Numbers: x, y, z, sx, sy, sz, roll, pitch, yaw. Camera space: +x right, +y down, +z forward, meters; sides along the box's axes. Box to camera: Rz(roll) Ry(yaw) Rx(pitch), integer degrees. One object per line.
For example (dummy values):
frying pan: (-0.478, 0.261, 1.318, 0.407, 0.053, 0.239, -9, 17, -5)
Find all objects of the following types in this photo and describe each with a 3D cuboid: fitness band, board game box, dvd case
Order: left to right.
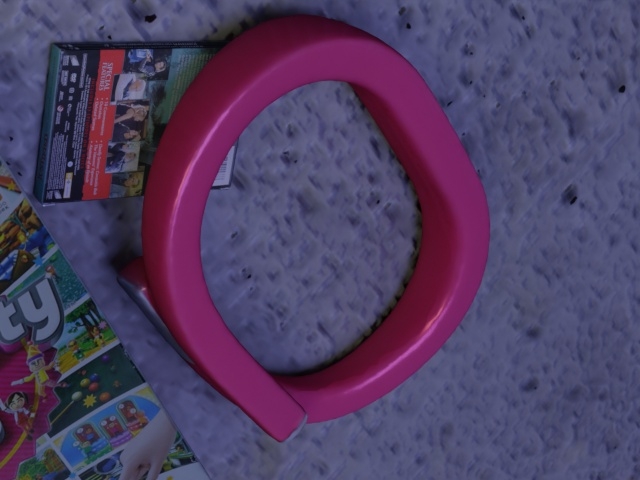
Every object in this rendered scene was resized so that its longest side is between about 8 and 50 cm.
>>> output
board game box: (-0.208, 0.098, 0.769, 0.224, 0.097, 0.303, -39, 131, -15)
dvd case: (-0.094, -0.064, 0.824, 0.119, 0.013, 0.087, -6, 118, -35)
fitness band: (0.000, 0.000, 0.896, 0.209, 0.054, 0.291, -47, 138, -10)
